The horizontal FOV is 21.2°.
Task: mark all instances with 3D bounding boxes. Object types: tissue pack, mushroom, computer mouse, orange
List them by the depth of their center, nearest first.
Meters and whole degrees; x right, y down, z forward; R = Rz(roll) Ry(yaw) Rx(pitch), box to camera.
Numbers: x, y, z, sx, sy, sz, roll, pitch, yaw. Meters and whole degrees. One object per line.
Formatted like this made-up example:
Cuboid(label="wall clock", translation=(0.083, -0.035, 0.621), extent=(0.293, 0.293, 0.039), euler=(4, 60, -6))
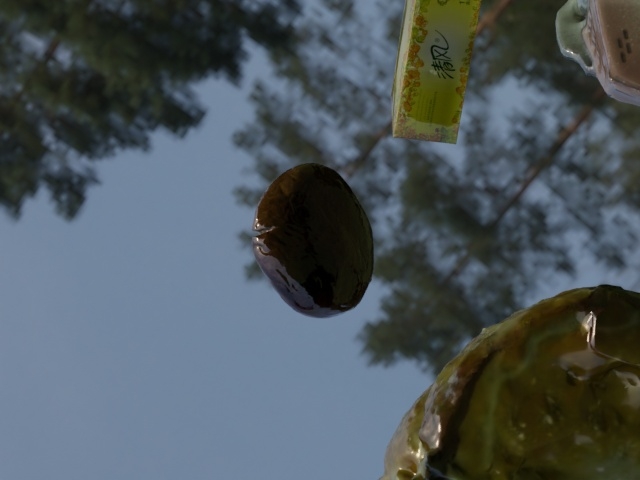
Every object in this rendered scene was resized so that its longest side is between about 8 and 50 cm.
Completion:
Cuboid(label="orange", translation=(0.156, 0.214, 1.200), extent=(0.271, 0.368, 0.210), euler=(23, 174, -9))
Cuboid(label="mushroom", translation=(0.000, 0.000, 1.337), extent=(0.123, 0.052, 0.123), euler=(11, -105, -47))
Cuboid(label="tissue pack", translation=(0.103, -0.186, 1.525), extent=(0.062, 0.176, 0.095), euler=(5, -148, -2))
Cuboid(label="computer mouse", translation=(0.349, -0.221, 1.719), extent=(0.200, 0.115, 0.389), euler=(-5, -146, -3))
